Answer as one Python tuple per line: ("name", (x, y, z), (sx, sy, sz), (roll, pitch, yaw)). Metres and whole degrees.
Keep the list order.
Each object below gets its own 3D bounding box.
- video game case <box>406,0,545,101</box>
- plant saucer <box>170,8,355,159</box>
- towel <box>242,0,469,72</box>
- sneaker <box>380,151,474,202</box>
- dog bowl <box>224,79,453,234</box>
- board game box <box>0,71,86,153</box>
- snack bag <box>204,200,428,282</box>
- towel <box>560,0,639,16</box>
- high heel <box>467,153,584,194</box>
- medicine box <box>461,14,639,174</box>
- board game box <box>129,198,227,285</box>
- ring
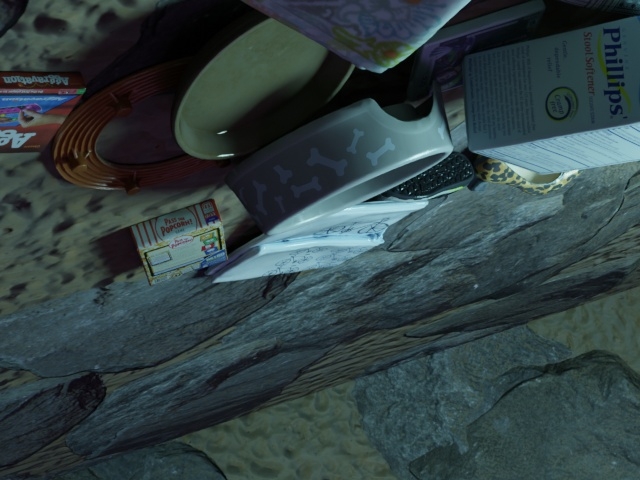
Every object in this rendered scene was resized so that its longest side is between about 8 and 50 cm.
("video game case", (0.225, -0.277, 1.646), (0.190, 0.022, 0.173), (-19, 162, -9))
("plant saucer", (-0.070, -0.206, 1.406), (0.277, 0.041, 0.278), (-29, 159, -12))
("towel", (0.030, -0.324, 0.969), (0.320, 0.090, 0.374), (24, 143, -24))
("sneaker", (0.176, -0.096, 2.006), (0.234, 0.084, 0.097), (-8, 159, -36))
("dog bowl", (0.038, -0.113, 1.641), (0.348, 0.102, 0.349), (-24, 177, -1))
("board game box", (-0.423, -0.143, 1.275), (0.281, 0.027, 0.145), (-6, 158, -40))
("snack bag", (0.000, 0.000, 2.093), (0.323, 0.037, 0.342), (-5, 162, -40))
("towel", (0.490, -0.378, 1.414), (0.312, 0.056, 0.324), (9, 152, -9))
("high heel", (0.410, -0.149, 2.099), (0.261, 0.093, 0.186), (-11, 167, -4))
("medicine box", (0.395, -0.202, 1.639), (0.289, 0.149, 0.263), (-9, 171, 32))
("board game box", (-0.235, 0.007, 1.886), (0.146, 0.045, 0.193), (-19, 162, -9))
("ring", (-0.197, -0.147, 1.517), (0.336, 0.032, 0.336), (-20, 163, -7))
